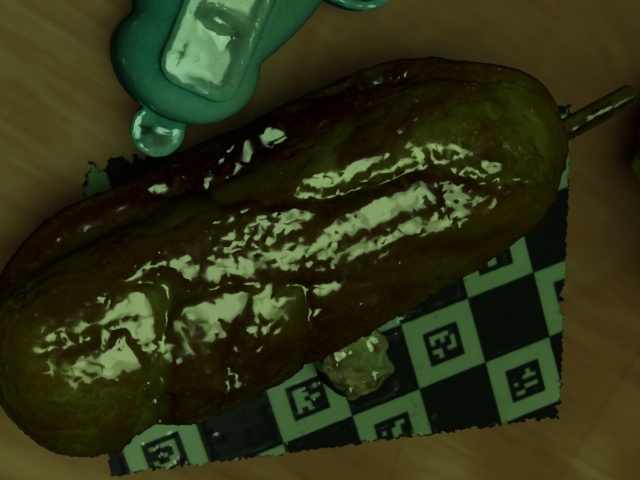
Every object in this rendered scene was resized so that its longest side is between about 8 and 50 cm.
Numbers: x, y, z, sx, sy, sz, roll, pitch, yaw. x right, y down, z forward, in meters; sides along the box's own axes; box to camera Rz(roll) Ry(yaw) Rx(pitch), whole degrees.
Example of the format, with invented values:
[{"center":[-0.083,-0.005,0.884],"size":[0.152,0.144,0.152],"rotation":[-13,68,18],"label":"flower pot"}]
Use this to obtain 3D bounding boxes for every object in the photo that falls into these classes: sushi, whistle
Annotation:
[{"center":[0.017,0.032,0.663],"size":[0.279,0.043,0.192],"rotation":[-5,104,-15],"label":"sushi"},{"center":[-0.030,-0.167,0.579],"size":[0.186,0.093,0.274],"rotation":[23,93,-20],"label":"whistle"}]

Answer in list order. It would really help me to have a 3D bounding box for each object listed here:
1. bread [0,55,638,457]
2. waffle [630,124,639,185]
[{"center":[0.000,-0.001,0.585],"size":[0.344,0.084,0.124],"rotation":[-25,115,-3],"label":"bread"},{"center":[0.333,-0.061,0.619],"size":[0.324,0.261,0.151],"rotation":[-27,117,-6],"label":"waffle"}]
